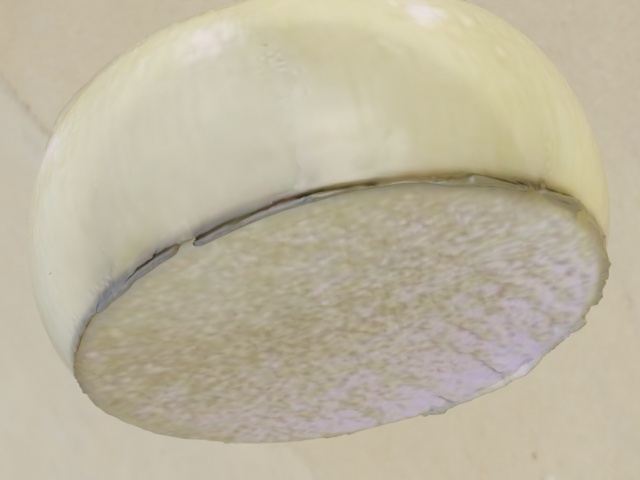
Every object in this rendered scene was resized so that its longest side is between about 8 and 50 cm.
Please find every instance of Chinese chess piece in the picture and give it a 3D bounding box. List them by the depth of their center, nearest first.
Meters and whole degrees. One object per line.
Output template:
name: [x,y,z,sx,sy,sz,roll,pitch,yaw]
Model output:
Chinese chess piece: [0.000,0.000,0.676,0.270,0.270,0.112,-49,44,47]
